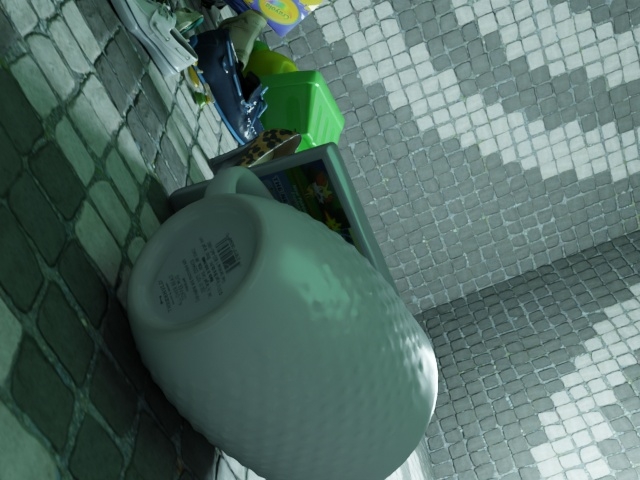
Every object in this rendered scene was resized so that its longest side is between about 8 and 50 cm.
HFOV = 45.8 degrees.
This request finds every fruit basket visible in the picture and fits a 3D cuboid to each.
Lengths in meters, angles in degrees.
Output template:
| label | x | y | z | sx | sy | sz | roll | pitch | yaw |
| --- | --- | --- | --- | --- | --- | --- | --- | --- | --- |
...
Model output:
| label | x | y | z | sx | sy | sz | roll | pitch | yaw |
| --- | --- | --- | --- | --- | --- | --- | --- | --- | --- |
| fruit basket | -0.100 | -0.403 | 2.135 | 0.392 | 0.282 | 0.392 | -5 | 90 | -78 |

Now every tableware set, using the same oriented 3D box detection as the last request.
| label | x | y | z | sx | sy | sz | roll | pitch | yaw |
| --- | --- | --- | --- | --- | --- | --- | --- | --- | --- |
| tableware set | -0.269 | -0.349 | 1.579 | 0.104 | 0.024 | 0.154 | -64 | 133 | -76 |

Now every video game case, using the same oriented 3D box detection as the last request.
| label | x | y | z | sx | sy | sz | roll | pitch | yaw |
| --- | --- | --- | --- | --- | --- | --- | --- | --- | --- |
| video game case | -0.041 | 0.045 | 1.101 | 0.036 | 0.299 | 0.329 | -43 | 115 | -50 |

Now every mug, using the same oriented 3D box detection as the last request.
| label | x | y | z | sx | sy | sz | roll | pitch | yaw |
| --- | --- | --- | --- | --- | --- | --- | --- | --- | --- |
| mug | -0.059 | 0.073 | 0.889 | 0.328 | 0.276 | 0.374 | 50 | 20 | -45 |

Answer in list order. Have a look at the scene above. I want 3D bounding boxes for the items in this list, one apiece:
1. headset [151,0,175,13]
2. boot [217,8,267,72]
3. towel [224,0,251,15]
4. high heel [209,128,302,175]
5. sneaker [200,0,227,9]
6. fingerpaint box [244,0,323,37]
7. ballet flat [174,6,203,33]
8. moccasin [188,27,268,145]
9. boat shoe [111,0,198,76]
| label | x | y | z | sx | sy | sz | roll | pitch | yaw |
| --- | --- | --- | --- | --- | --- | --- | --- | --- | --- |
| headset | -0.261 | -0.581 | 1.610 | 0.394 | 0.243 | 0.185 | -61 | 150 | -62 |
| boot | -0.233 | -0.497 | 1.970 | 0.077 | 0.213 | 0.165 | 31 | 68 | -32 |
| towel | -0.310 | -0.740 | 2.003 | 0.243 | 0.040 | 0.336 | 29 | 28 | -45 |
| high heel | -0.105 | -0.102 | 1.390 | 0.093 | 0.186 | 0.261 | 60 | 11 | -47 |
| sneaker | -0.302 | -0.669 | 2.063 | 0.067 | 0.078 | 0.188 | 47 | 18 | 14 |
| fingerpaint box | -0.223 | -0.801 | 1.969 | 0.444 | 0.163 | 0.371 | 37 | 23 | -42 |
| ballet flat | -0.295 | -0.491 | 1.668 | 0.052 | 0.057 | 0.168 | 56 | 10 | -16 |
| moccasin | -0.187 | -0.341 | 1.762 | 0.342 | 0.116 | 0.138 | 58 | 12 | -54 |
| boat shoe | -0.287 | -0.381 | 1.314 | 0.226 | 0.075 | 0.083 | 55 | 15 | -60 |
